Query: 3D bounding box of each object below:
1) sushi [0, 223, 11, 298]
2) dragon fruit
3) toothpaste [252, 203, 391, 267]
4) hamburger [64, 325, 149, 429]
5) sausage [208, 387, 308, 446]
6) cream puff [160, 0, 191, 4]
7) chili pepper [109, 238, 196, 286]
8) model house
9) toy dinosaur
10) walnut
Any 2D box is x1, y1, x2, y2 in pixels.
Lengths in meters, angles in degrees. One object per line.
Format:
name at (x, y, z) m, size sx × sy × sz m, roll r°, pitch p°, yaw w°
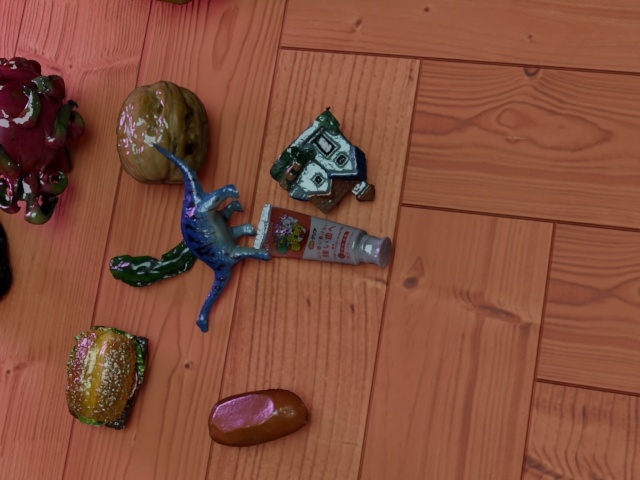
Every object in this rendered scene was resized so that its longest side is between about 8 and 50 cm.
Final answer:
sushi at (-0.622, 0.006, 1.937) m, size 0.124 × 0.127 × 0.225 m, roll -21°, pitch 74°, yaw 10°
dragon fruit at (-0.517, -0.177, 1.924) m, size 0.218 × 0.198 × 0.273 m, roll 0°, pitch 103°, yaw -15°
toothpaste at (0.000, 0.000, 1.826) m, size 0.234 × 0.057 × 0.089 m, roll 10°, pitch 82°, yaw 26°
hamburger at (-0.363, 0.224, 1.851) m, size 0.137 × 0.087 × 0.166 m, roll 12°, pitch 83°, yaw 16°
sausage at (-0.105, 0.281, 1.780) m, size 0.179 × 0.089 × 0.089 m, roll -16°, pitch 76°, yaw 20°
cream puff at (-0.251, -0.540, 1.915) m, size 0.282 × 0.185 × 0.282 m, roll 9°, pitch 108°, yaw 31°
chili pepper at (-0.268, 0.030, 1.884) m, size 0.182 × 0.050 × 0.073 m, roll -25°, pitch 68°, yaw 6°
model house at (0.019, -0.108, 1.811) m, size 0.148 × 0.119 × 0.148 m, roll 44°, pitch 92°, yaw 9°
toy dinosaur at (-0.167, -0.018, 1.833) m, size 0.144 × 0.076 × 0.329 m, roll -14°, pitch 107°, yaw -8°
walnut at (-0.264, -0.182, 1.873) m, size 0.155 × 0.155 × 0.184 m, roll -4°, pitch 76°, yaw 13°
